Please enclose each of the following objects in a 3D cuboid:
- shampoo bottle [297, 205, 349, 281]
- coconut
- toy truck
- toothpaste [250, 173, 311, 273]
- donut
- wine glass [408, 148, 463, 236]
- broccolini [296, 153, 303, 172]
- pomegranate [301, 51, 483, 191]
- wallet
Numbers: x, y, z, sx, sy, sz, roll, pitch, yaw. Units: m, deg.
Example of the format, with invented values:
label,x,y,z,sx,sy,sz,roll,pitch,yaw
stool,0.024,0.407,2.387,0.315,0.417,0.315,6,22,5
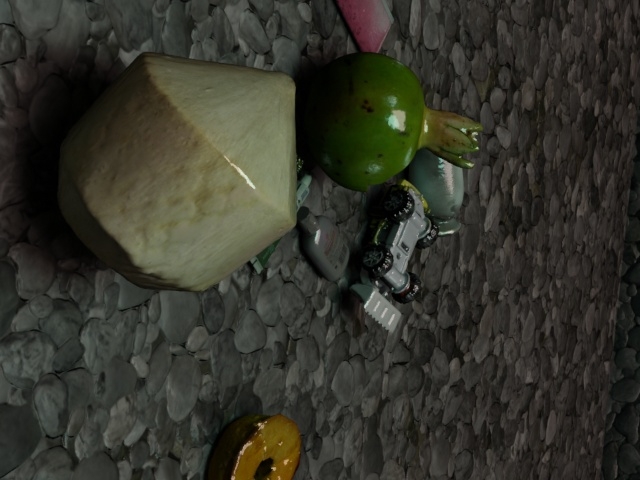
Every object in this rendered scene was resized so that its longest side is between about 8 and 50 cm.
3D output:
label,x,y,z,sx,sy,sz,roll,pitch,yaw
shampoo bottle,0.000,0.000,1.876,0.165,0.040,0.080,53,52,-47
coconut,-0.159,-0.097,1.338,0.329,0.329,0.328,-14,106,-57
toy truck,0.129,0.025,2.022,0.136,0.111,0.286,42,61,-41
toothpaste,-0.064,-0.035,1.777,0.204,0.031,0.049,-60,139,-32
donut,-0.111,0.363,1.726,0.174,0.075,0.190,30,74,-57
wine glass,0.231,-0.112,2.163,0.111,0.111,0.204,-34,127,-51
broccolini,-0.097,-0.188,1.689,0.216,0.067,0.058,60,43,-31
pomegranate,0.119,-0.196,1.803,0.236,0.302,0.236,8,90,-85
wallet,0.068,-0.437,1.930,0.232,0.025,0.119,57,47,-45
